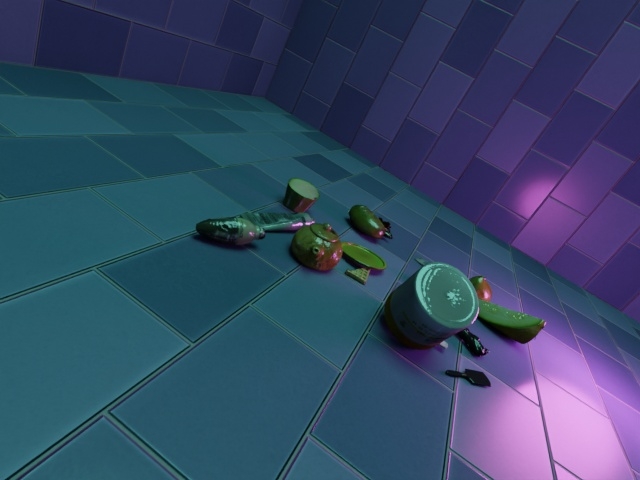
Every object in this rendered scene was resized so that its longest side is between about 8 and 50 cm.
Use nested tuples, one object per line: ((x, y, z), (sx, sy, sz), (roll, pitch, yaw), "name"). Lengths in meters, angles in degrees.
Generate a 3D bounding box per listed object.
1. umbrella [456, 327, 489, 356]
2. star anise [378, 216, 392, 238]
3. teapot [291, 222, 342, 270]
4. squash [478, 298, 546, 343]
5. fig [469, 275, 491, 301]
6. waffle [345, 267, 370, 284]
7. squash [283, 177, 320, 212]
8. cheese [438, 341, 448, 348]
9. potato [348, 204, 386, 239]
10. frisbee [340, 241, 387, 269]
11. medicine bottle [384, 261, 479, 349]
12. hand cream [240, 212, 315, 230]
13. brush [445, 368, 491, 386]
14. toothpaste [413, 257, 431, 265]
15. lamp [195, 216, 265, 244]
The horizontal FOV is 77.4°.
((0.569, 0.364, 1.597), (0.066, 0.059, 0.235), (28, 18, -48), "umbrella")
((0.344, -0.063, 2.168), (0.157, 0.054, 0.212), (56, -10, -5), "star anise")
((0.000, 0.000, 1.567), (0.203, 0.167, 0.311), (27, 24, -2), "teapot")
((0.815, 0.344, 1.800), (0.289, 0.203, 0.111), (38, 64, 13), "squash")
((0.779, 0.249, 1.978), (0.136, 0.121, 0.153), (49, -4, 44), "fig")
((0.161, 0.125, 1.668), (0.098, 0.023, 0.152), (32, 26, 3), "waffle")
((-0.099, -0.212, 1.934), (0.170, 0.122, 0.170), (24, 25, -12), "squash")
((0.356, 0.314, 1.473), (0.255, 0.050, 0.127), (35, 25, 15), "cheese")
((0.242, -0.092, 2.083), (0.149, 0.113, 0.251), (3, 41, -50), "potato")
((0.189, 0.069, 1.788), (0.236, 0.017, 0.236), (22, 18, -7), "frisbee")
((0.368, 0.224, 1.349), (0.238, 0.232, 0.237), (9, 58, -14), "medicine bottle")
((-0.164, -0.077, 1.689), (0.341, 0.077, 0.124), (-4, 39, -38), "hand cream")
((0.506, 0.466, 1.376), (0.194, 0.016, 0.063), (19, 25, -22), "brush")
((0.606, 0.169, 2.034), (0.075, 0.048, 0.301), (-22, 42, -26), "toothpaste")
((-0.308, -0.033, 1.387), (0.250, 0.101, 0.101), (3, 34, -30), "lamp")
